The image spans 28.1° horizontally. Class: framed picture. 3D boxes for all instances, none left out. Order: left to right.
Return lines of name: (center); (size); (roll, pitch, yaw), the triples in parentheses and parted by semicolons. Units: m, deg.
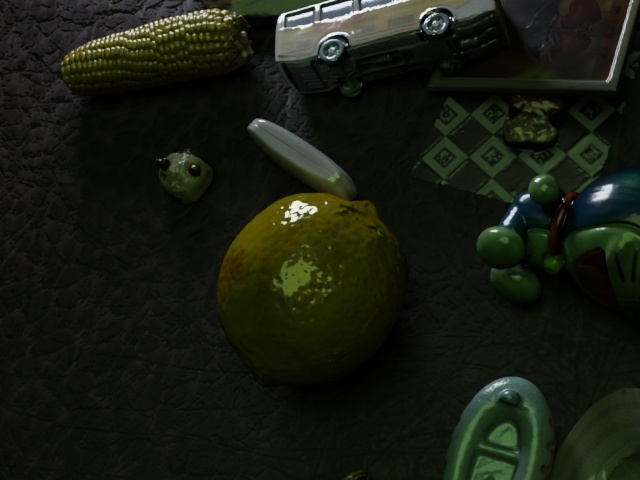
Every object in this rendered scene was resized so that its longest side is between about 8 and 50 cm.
framed picture: (0.315, -0.303, 1.848); (0.290, 0.020, 0.211); (6, 65, 33)

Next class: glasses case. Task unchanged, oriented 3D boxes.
glasses case: (-0.027, -0.117, 1.870); (0.197, 0.076, 0.049); (35, 82, 25)

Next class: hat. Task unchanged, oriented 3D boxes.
hat: (-0.206, -0.101, 1.921); (0.077, 0.059, 0.076); (33, 84, 19)
hat: (0.387, 0.312, 1.558); (0.110, 0.252, 0.252); (28, 73, -20)

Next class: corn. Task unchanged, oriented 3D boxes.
corn: (-0.256, -0.291, 1.989); (0.305, 0.106, 0.106); (-9, 66, 13)

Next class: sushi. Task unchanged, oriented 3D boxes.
sushi: (0.298, -0.191, 1.832); (0.264, 0.050, 0.290); (18, 74, 21)

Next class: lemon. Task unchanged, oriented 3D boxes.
lemon: (-0.011, 0.062, 1.699); (0.267, 0.267, 0.267); (-5, 67, 12)

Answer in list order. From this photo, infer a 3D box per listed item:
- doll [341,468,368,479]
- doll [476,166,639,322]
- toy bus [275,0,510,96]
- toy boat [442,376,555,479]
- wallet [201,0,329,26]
doll: (0.081, 0.356, 1.652); (0.084, 0.073, 0.127); (-18, 57, -29)
doll: (0.375, -0.003, 1.656); (0.322, 0.198, 0.186); (10, 58, 28)
toy bus: (0.103, -0.306, 1.886); (0.343, 0.097, 0.138); (-13, 56, 18)
toy boat: (0.229, 0.273, 1.641); (0.134, 0.079, 0.207); (16, 74, 24)
wallet: (-0.028, -0.415, 2.013); (0.321, 0.044, 0.170); (1, 66, 14)
